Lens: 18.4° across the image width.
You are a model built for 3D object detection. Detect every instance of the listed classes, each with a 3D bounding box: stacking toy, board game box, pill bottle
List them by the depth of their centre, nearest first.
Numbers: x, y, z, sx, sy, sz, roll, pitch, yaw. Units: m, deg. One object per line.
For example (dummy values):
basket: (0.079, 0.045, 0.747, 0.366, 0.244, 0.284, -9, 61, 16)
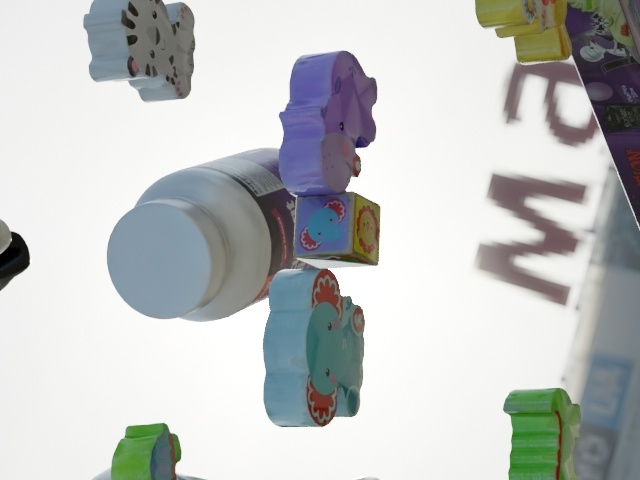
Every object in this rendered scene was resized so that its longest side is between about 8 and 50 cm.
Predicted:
stacking toy: (0.000, 0.000, 0.665, 0.052, 0.167, 0.221, 24, -116, -60)
board game box: (0.194, -0.169, 1.270, 0.347, 0.056, 0.208, 59, -146, -48)
pill bottle: (-0.070, -0.002, 1.390, 0.193, 0.108, 0.108, -24, -53, -65)

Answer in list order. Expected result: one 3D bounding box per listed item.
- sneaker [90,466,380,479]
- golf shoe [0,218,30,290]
sneaker: (-0.009, 0.148, 0.899, 0.091, 0.258, 0.094, -29, -62, -34)
golf shoe: (-0.184, -0.004, 0.875, 0.186, 0.086, 0.067, 62, -169, -80)
